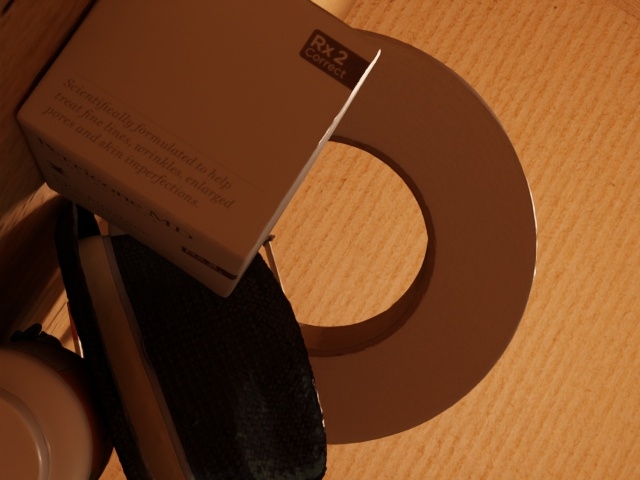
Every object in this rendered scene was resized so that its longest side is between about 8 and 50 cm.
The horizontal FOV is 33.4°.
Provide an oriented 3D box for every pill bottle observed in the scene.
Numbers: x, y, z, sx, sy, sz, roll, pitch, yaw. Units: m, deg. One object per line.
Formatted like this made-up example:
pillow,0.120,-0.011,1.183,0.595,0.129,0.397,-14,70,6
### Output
pill bottle,-0.217,0.139,0.717,0.136,0.136,0.246,-59,-178,-5

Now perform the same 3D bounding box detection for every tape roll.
tape roll,0.000,0.000,0.979,0.392,0.392,0.072,-58,-177,16

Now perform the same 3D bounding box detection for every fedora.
fedora,-0.089,0.103,0.844,0.153,0.334,0.334,-20,178,-7

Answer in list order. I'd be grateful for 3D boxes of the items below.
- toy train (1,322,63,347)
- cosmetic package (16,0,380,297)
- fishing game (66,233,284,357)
toy train,-0.273,0.147,0.942,0.105,0.080,0.184,-49,178,-39
cosmetic package,-0.077,-0.074,0.670,0.151,0.151,0.183,-59,-178,-12
fishing game,-0.150,0.102,1.096,0.264,0.189,0.041,-15,170,20
